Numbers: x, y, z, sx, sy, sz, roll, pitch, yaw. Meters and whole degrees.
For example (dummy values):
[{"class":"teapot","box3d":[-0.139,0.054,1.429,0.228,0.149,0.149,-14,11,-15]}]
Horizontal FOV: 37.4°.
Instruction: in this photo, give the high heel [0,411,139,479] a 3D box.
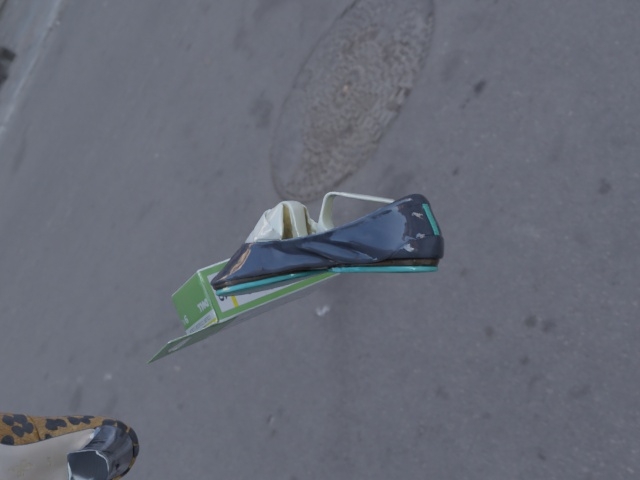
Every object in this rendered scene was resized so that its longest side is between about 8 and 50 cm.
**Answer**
[{"class":"high heel","box3d":[-0.315,0.206,0.929,0.186,0.261,0.093,108,167,-85]}]

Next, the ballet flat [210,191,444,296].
[{"class":"ballet flat","box3d":[0.000,0.000,0.718,0.203,0.074,0.074,-9,56,33]}]

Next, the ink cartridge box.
[{"class":"ink cartridge box","box3d":[-0.093,0.056,1.015,0.062,0.209,0.109,65,152,6]}]
